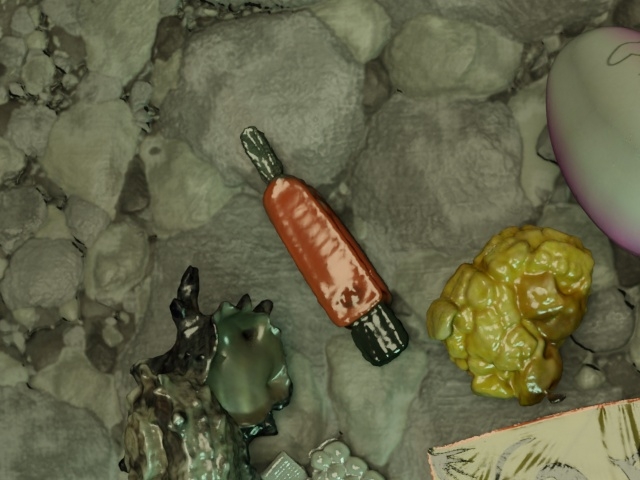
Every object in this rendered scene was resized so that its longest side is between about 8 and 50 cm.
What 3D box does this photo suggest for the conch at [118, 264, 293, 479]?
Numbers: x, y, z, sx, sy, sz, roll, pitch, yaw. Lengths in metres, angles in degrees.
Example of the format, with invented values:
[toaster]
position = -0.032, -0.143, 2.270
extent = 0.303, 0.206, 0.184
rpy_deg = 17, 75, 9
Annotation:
[conch]
position = -0.141, 0.189, 1.529
extent = 0.186, 0.241, 0.313
rpy_deg = 21, 73, 3

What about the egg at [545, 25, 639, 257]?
[egg]
position = 0.345, -0.105, 1.478
extent = 0.196, 0.196, 0.271
rpy_deg = -20, 71, 10

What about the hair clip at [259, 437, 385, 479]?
[hair clip]
position = 0.026, 0.314, 1.562
extent = 0.220, 0.054, 0.140
rpy_deg = 40, 79, 14

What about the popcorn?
[popcorn]
position = 0.201, 0.074, 1.516
extent = 0.163, 0.140, 0.194
rpy_deg = 15, 94, 8

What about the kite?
[kite]
position = 0.255, 0.310, 1.512
extent = 0.327, 0.013, 0.378
rpy_deg = 29, 87, 14

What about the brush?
[brush]
position = 0.000, 0.000, 1.623
extent = 0.070, 0.051, 0.323
rpy_deg = -35, 77, 13
